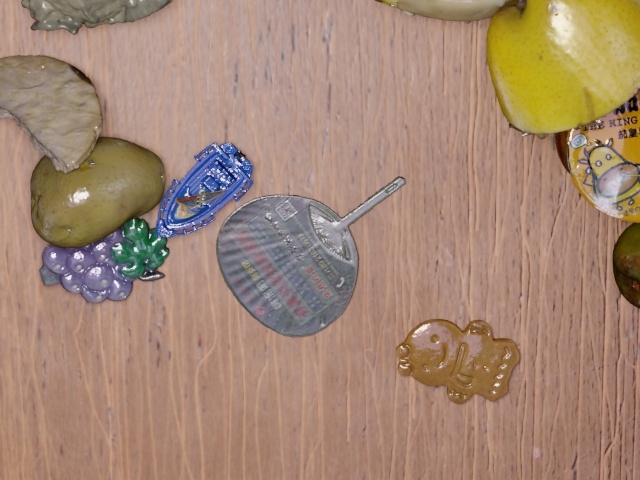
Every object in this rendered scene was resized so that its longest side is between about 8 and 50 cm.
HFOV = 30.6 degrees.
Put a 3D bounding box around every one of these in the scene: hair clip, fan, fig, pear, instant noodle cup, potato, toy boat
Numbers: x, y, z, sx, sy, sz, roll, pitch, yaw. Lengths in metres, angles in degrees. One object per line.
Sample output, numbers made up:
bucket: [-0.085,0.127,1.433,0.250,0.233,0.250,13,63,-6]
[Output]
hair clip: [-0.315,0.030,1.729,0.195,0.052,0.124,-18,109,-8]
fan: [-0.034,-0.004,1.750,0.223,0.012,0.294,24,99,-6]
fig: [0.506,0.015,1.748,0.126,0.185,0.133,-21,110,40]
pear: [0.322,-0.280,1.539,0.267,0.267,0.178,-38,129,4]
instant noodle cup: [0.434,-0.144,1.664,0.215,0.172,0.216,-1,101,-3]
potato: [-0.313,-0.071,1.657,0.194,0.157,0.157,-9,102,-25]
toy boat: [-0.175,-0.063,1.680,0.175,0.110,0.091,-43,100,7]

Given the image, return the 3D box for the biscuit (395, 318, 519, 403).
biscuit: [0.213,0.178,1.790,0.184,0.027,0.133,28,100,-8]

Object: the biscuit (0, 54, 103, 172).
biscuit: [-0.382,-0.195,1.632,0.250,0.032,0.133,37,62,24]

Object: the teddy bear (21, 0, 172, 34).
teddy bear: [-0.319,-0.462,1.575,0.357,0.224,0.367,14,115,-7]

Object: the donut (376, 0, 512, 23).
donut: [0.181,-0.455,1.603,0.371,0.150,0.307,9,101,-5]
